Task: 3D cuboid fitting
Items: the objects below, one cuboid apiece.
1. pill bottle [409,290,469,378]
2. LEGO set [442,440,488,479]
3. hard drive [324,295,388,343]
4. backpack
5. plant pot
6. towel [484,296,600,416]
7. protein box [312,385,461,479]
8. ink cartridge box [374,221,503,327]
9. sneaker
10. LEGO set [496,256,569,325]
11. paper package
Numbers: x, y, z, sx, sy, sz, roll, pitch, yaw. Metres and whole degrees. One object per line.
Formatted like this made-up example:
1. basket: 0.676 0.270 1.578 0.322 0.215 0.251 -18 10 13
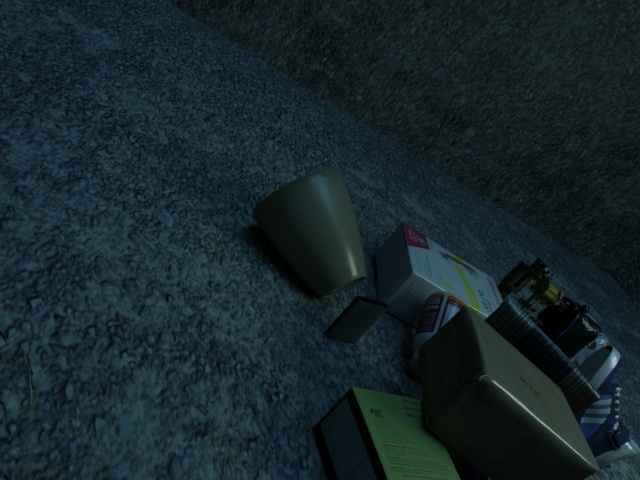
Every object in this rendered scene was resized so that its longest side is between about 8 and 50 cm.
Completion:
1. pill bottle: 0.307 0.249 1.630 0.121 0.121 0.221 35 50 -9
2. LEGO set: 0.330 0.469 1.402 0.227 0.087 0.093 30 42 -18
3. hard drive: 0.085 0.188 1.488 0.094 0.135 0.022 19 32 -36
4. backpack: 0.826 0.318 2.129 0.213 0.276 0.263 41 19 -7
5. plant pot: 0.000 0.000 1.606 0.256 0.256 0.274 -9 69 -57
6. towel: 0.488 0.342 1.571 0.056 0.324 0.312 -24 65 -41
7. protein box: 0.123 0.408 1.178 0.200 0.136 0.201 20 31 -35
8. ink cartridge box: 0.363 0.155 1.880 0.385 0.160 0.279 31 27 -17
9. sneaker: 0.804 0.481 1.748 0.236 0.322 0.130 33 7 4
10. LEGO set: 0.649 0.235 1.988 0.192 0.331 0.255 36 7 -21
11. paper package: 0.377 0.343 1.321 0.325 0.168 0.309 40 20 -10
